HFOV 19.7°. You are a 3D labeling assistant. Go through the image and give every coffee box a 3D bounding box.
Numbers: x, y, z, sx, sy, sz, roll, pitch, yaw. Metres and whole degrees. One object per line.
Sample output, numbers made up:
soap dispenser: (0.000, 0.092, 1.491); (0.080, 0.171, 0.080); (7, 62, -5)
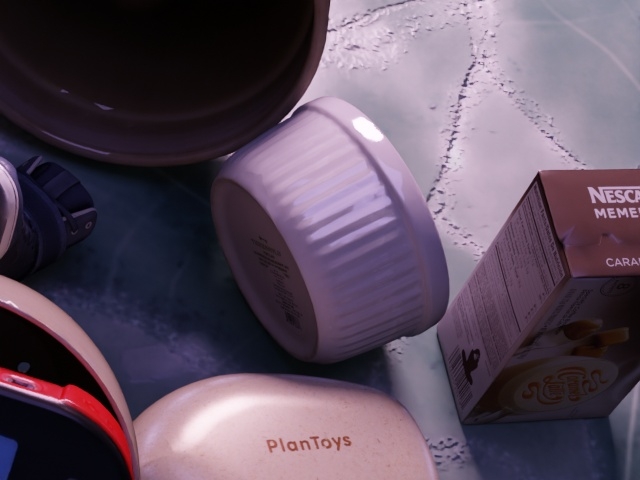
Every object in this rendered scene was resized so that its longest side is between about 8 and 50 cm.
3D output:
coffee box: (0.203, 0.048, 1.458); (0.141, 0.246, 0.098); (-2, 60, -20)

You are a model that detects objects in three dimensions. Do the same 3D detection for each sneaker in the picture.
sneaker: (-0.232, -0.027, 1.381); (0.086, 0.226, 0.163); (48, 53, 5)

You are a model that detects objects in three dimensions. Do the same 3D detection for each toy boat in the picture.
toy boat: (-0.030, 0.245, 1.337); (0.268, 0.148, 0.318); (4, 50, -22)

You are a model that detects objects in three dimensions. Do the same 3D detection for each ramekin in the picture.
ramekin: (0.000, 0.000, 1.454); (0.109, 0.207, 0.207); (-27, 70, -20)

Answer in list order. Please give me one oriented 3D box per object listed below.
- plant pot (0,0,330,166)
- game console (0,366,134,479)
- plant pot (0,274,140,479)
plant pot: (-0.136, -0.269, 1.541); (0.323, 0.323, 0.280); (19, 39, -6)
game console: (-0.335, 0.204, 1.159); (0.387, 0.342, 0.060); (19, 15, -6)
plant pot: (-0.259, 0.133, 1.268); (0.284, 0.284, 0.191); (18, 16, -6)
